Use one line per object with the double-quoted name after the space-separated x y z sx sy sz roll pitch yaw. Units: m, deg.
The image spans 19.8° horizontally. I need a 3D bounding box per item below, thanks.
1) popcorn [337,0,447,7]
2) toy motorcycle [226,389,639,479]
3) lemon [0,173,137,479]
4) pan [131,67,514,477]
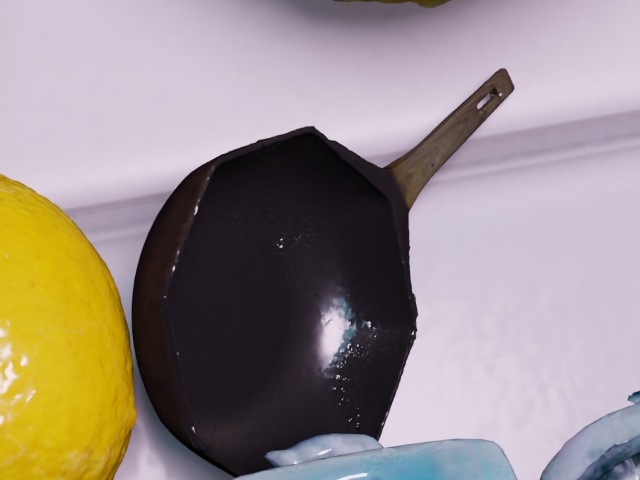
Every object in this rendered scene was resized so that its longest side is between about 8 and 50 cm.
0.042 -0.219 0.667 0.247 0.282 0.282 15 75 -4 "popcorn"
0.024 0.149 0.611 0.260 0.206 0.154 -11 36 -6 "toy motorcycle"
-0.123 0.039 0.657 0.114 0.114 0.155 -10 71 -7 "lemon"
0.003 0.016 0.704 0.202 0.048 0.128 -21 108 -44 "pan"
